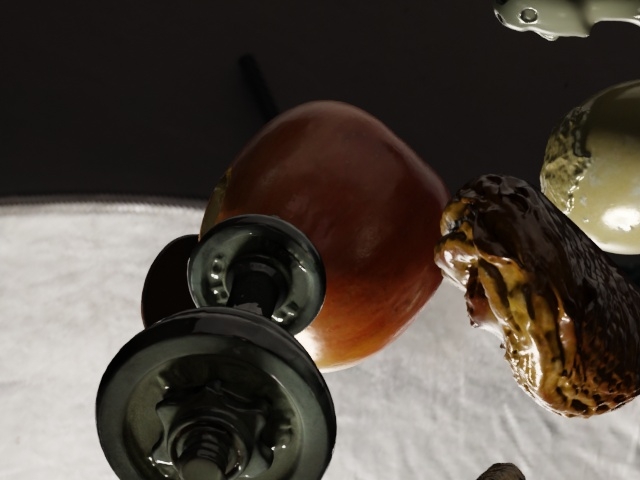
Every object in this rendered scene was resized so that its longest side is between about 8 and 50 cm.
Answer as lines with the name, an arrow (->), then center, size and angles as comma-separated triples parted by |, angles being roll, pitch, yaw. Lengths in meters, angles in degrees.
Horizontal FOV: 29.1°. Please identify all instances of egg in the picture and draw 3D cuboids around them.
egg -> 0.289, -0.067, 1.125 | 0.164, 0.164, 0.201 | 43, 156, -7

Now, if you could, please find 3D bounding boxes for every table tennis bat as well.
table tennis bat -> -0.152, 0.100, 1.443 | 0.130, 0.220, 0.019 | 15, 169, -25

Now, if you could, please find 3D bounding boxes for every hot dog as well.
hot dog -> 0.158, 0.039, 0.846 | 0.099, 0.160, 0.227 | -40, 138, 18

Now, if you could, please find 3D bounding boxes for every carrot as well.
carrot -> 0.179, 0.311, 1.417 | 0.070, 0.260, 0.070 | 4, 98, 26

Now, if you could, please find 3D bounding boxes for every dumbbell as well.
dumbbell -> -0.040, 0.045, 0.634 | 0.110, 0.254, 0.110 | 2, 116, 4

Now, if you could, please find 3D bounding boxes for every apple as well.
apple -> 0.000, 0.000, 1.221 | 0.242, 0.241, 0.242 | 30, 157, 14

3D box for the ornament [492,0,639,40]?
ornament -> 0.244, -0.229, 1.187 | 0.156, 0.075, 0.081 | 4, 123, 5
